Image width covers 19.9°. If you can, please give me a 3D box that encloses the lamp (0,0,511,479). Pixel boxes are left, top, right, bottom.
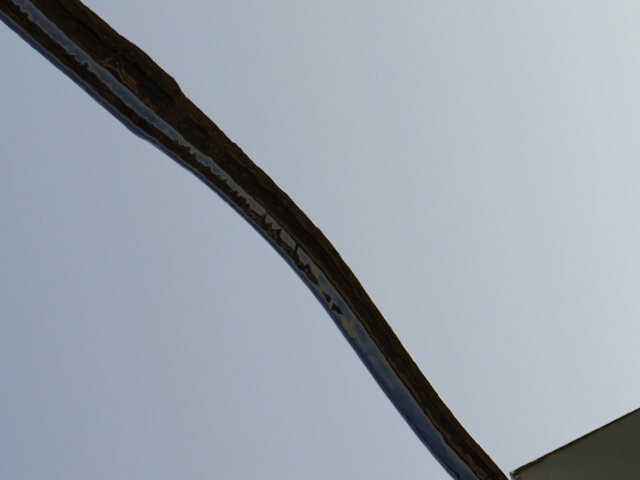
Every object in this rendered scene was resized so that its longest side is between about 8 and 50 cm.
[{"bbox_3d":[-0.034,0.011,0.426,0.371,0.109,0.130,51,-151,-39],"label":"lamp"}]

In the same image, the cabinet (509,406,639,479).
[{"bbox_3d":[0.214,0.195,0.957,0.206,0.150,0.145,42,155,62],"label":"cabinet"}]
